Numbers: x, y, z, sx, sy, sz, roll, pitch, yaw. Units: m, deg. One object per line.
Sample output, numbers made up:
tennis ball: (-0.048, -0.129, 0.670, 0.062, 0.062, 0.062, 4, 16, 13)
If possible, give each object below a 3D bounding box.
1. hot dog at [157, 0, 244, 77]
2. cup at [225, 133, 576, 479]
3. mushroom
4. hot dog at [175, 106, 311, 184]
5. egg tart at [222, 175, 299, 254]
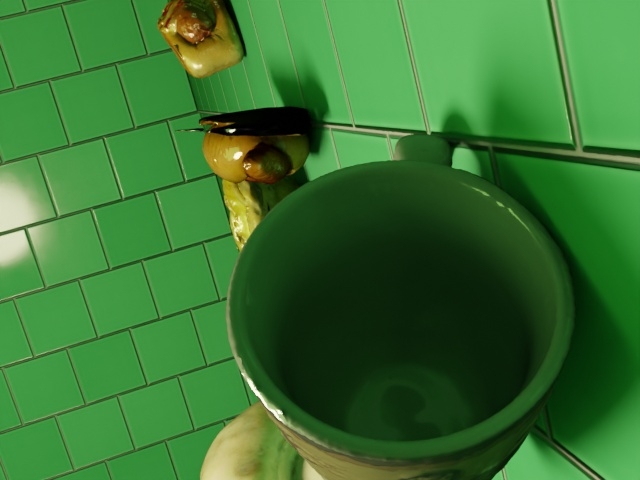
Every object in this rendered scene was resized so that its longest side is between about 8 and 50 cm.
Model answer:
hot dog: (-0.247, -0.429, 1.643, 0.153, 0.150, 0.256, 66, 173, -23)
cup: (0.066, 0.068, 0.645, 0.257, 0.227, 0.301, 81, -163, -56)
mushroom: (-0.026, 0.415, 1.289, 0.353, 0.325, 0.353, 170, 90, -84)
hot dog: (-0.105, -0.132, 1.202, 0.326, 0.194, 0.107, -94, -4, -77)
egg tart: (-0.085, -0.013, 1.450, 0.345, 0.132, 0.345, 163, 90, -79)
